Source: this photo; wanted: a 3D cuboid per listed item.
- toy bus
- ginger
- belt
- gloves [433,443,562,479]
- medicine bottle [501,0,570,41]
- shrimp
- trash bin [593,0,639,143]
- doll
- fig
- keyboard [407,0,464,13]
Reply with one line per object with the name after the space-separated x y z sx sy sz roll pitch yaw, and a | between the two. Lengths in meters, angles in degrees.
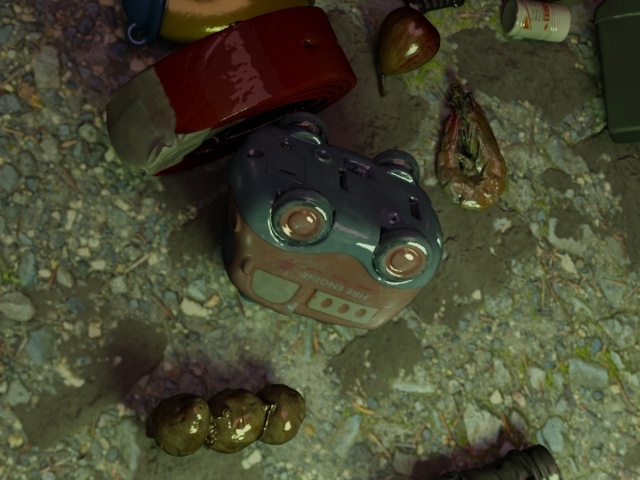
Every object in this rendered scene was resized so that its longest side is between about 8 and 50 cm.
0.000 0.000 1.548 0.294 0.232 0.197 19 35 -18 | toy bus
-0.112 0.223 1.517 0.204 0.104 0.080 1 61 -33 | ginger
-0.113 -0.188 1.547 0.323 0.227 0.115 -24 83 -24 | belt
0.202 0.360 1.581 0.285 0.119 0.142 -18 72 -35 | gloves
0.319 -0.327 1.812 0.089 0.057 0.057 5 76 -17 | medicine bottle
0.209 -0.135 1.740 0.101 0.042 0.190 -8 81 -12 | shrimp
0.498 -0.271 1.802 0.176 0.101 0.236 -4 80 18 | trash bin
-0.099 -0.346 1.639 0.363 0.145 0.199 -29 92 -15 | doll
0.108 -0.265 1.726 0.089 0.089 0.125 37 92 -7 | fig
0.139 -0.463 1.791 0.106 0.016 0.262 -16 89 -21 | keyboard
